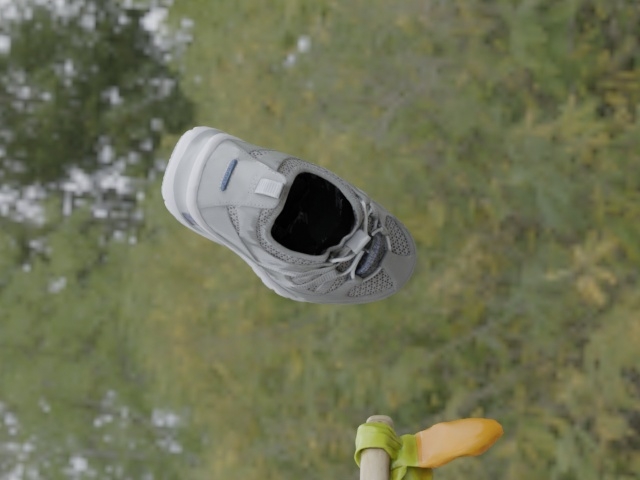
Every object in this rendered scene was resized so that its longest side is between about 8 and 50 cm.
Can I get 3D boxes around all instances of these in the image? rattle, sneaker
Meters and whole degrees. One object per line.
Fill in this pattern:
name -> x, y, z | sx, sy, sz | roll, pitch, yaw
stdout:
rattle -> 0.097, 0.268, 1.585 | 0.130, 0.143, 0.199 | -166, 73, -79
sneaker -> 0.000, 0.000, 1.288 | 0.281, 0.115, 0.105 | 21, -91, -52
